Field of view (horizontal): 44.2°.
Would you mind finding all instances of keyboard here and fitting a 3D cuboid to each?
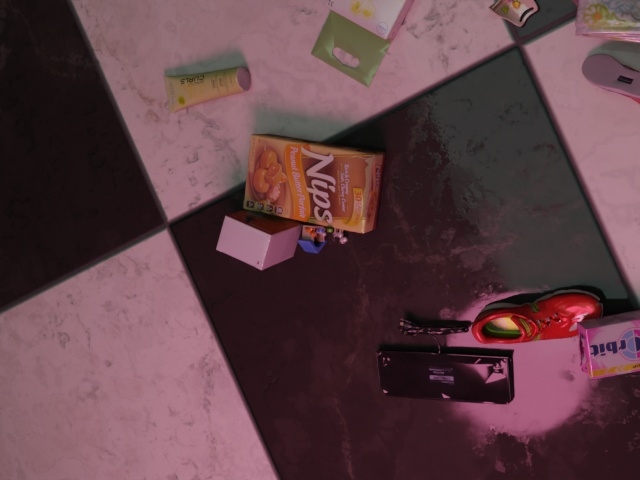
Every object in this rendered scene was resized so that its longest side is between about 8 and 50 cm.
[{"bbox_3d":[0.279,0.275,1.816,0.317,0.033,0.201,-1,106,24],"label":"keyboard"}]

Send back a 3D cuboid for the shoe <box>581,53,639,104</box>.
[{"bbox_3d":[0.598,-0.307,1.546,0.178,0.081,0.063,39,103,45],"label":"shoe"}]

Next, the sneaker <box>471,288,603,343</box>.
[{"bbox_3d":[0.454,0.179,1.668,0.279,0.118,0.107,-15,94,26],"label":"sneaker"}]

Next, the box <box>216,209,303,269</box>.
[{"bbox_3d":[-0.142,-0.009,1.876,0.130,0.170,0.091,23,108,18],"label":"box"}]

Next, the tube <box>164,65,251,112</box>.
[{"bbox_3d":[-0.285,-0.375,1.938,0.240,0.062,0.070,-4,58,30],"label":"tube"}]

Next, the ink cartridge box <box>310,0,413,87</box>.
[{"bbox_3d":[0.085,-0.484,1.751,0.171,0.056,0.235,33,109,15],"label":"ink cartridge box"}]

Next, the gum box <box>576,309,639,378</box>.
[{"bbox_3d":[0.614,0.206,1.591,0.189,0.062,0.107,-10,99,1],"label":"gum box"}]

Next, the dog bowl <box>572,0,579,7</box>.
[{"bbox_3d":[0.585,-0.557,1.408,0.349,0.102,0.348,4,100,26],"label":"dog bowl"}]

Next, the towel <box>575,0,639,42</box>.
[{"bbox_3d":[0.608,-0.506,1.298,0.321,0.090,0.374,12,102,23],"label":"towel"}]

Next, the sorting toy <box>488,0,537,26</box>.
[{"bbox_3d":[0.402,-0.482,1.615,0.075,0.045,0.083,46,114,2],"label":"sorting toy"}]

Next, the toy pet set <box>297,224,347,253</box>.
[{"bbox_3d":[0.000,0.000,1.845,0.114,0.122,0.065,7,96,43],"label":"toy pet set"}]

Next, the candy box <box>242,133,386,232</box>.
[{"bbox_3d":[-0.017,-0.138,1.841,0.317,0.087,0.182,12,104,23],"label":"candy box"}]
